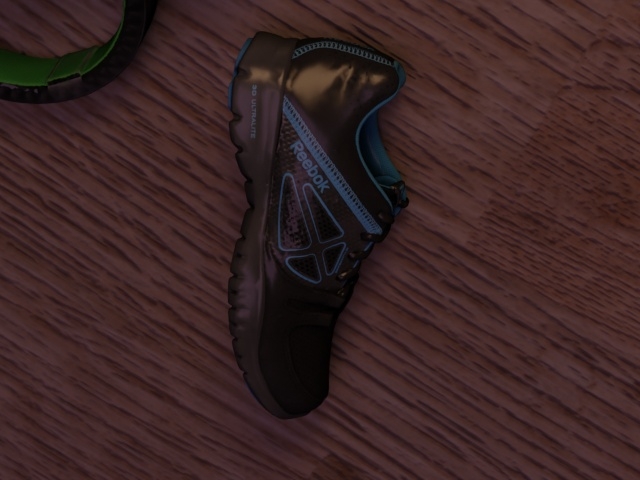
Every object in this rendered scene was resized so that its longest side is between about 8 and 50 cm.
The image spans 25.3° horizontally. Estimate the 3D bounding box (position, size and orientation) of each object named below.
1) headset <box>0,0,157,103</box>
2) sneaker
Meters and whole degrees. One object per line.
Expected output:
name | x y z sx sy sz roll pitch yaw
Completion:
headset | -0.281 -0.293 1.136 0.243 0.185 0.394 -12 130 25
sneaker | 0.000 0.000 1.182 0.140 0.125 0.340 4 114 9
